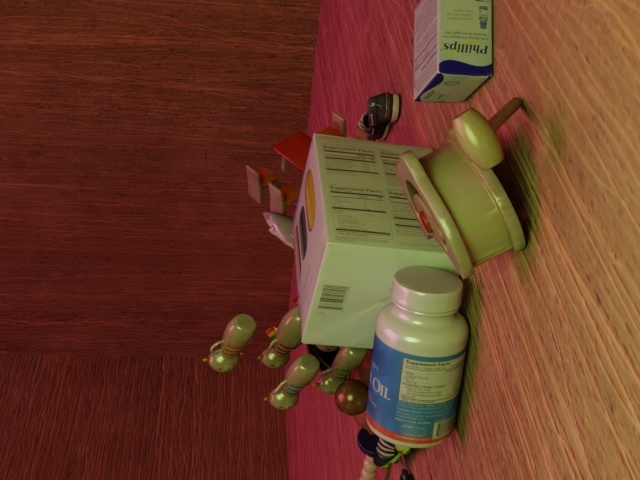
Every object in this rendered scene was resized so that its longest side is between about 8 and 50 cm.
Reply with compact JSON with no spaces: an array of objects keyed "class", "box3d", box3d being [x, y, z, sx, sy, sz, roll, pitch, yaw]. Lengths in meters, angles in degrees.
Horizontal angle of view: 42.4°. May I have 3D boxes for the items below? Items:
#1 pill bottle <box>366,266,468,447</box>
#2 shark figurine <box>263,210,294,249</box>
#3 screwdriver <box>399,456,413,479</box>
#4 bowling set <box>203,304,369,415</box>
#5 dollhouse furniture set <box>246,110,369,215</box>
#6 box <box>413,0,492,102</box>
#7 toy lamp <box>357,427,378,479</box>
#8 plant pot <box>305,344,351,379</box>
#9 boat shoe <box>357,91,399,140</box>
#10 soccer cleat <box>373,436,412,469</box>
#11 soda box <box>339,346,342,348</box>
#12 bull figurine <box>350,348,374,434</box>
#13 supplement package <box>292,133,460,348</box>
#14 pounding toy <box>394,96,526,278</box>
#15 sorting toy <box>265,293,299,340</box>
[{"class":"pill bottle","box3d":[0.130,0.152,1.102,0.124,0.124,0.221,-106,19,-69]},{"class":"shark figurine","box3d":[0.023,0.018,1.716,0.116,0.278,0.166,-52,31,-2]},{"class":"screwdriver","box3d":[0.142,0.383,1.406,0.025,0.024,0.170,-55,11,17]},{"class":"bowling set","box3d":[-0.021,0.206,1.272,0.199,0.287,0.154,63,141,28]},{"class":"dollhouse furniture set","box3d":[0.009,-0.153,1.757,0.259,0.262,0.135,39,151,31]},{"class":"box","box3d":[0.172,-0.262,1.082,0.126,0.072,0.137,138,134,-80]},{"class":"toy lamp","box3d":[0.087,0.477,1.580,0.080,0.080,0.274,-98,12,-54]},{"class":"plant pot","box3d":[0.057,0.180,1.625,0.165,0.167,0.166,-71,-17,-84]},{"class":"boat shoe","box3d":[0.107,-0.249,1.645,0.206,0.065,0.075,137,134,-81]},{"class":"soccer cleat","box3d":[0.119,0.327,1.361,0.072,0.060,0.179,54,154,16]},{"class":"soda box","box3d":[0.074,0.230,1.829,0.061,0.058,0.181,101,170,-51]},{"class":"bull figurine","box3d":[0.107,0.209,1.393,0.310,0.101,0.188,107,169,-52]},{"class":"supplement package","box3d":[0.074,0.001,1.243,0.262,0.198,0.199,-97,16,-49]},{"class":"pounding toy","box3d":[0.186,-0.058,0.929,0.154,0.155,0.269,63,-179,3]},{"class":"sorting toy","box3d":[0.008,0.095,1.614,0.046,0.275,0.132,54,165,4]}]
